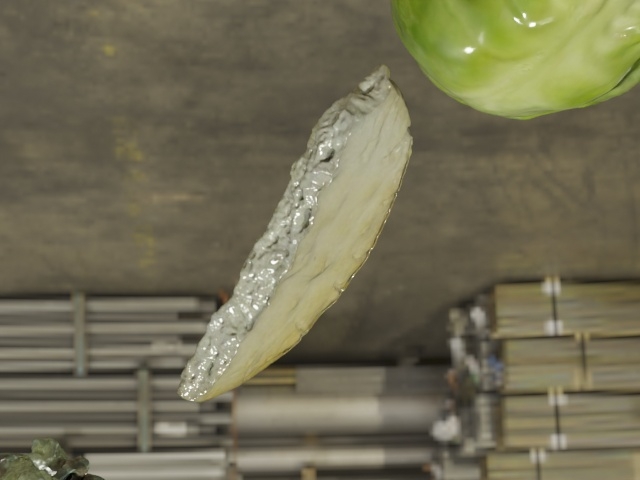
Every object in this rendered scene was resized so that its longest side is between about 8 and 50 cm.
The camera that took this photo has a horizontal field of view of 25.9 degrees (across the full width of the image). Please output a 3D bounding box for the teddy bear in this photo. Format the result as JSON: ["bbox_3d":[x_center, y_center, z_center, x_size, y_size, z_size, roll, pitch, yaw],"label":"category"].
[{"bbox_3d":[-0.220,0.230,1.169,0.111,0.133,0.213,4,-178,-22],"label":"teddy bear"}]

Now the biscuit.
[{"bbox_3d":[0.001,0.001,1.050,0.038,0.290,0.141,37,-162,27],"label":"biscuit"}]

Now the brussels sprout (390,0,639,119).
[{"bbox_3d":[0.251,-0.311,1.551,0.425,0.342,0.361,-16,165,-41],"label":"brussels sprout"}]
